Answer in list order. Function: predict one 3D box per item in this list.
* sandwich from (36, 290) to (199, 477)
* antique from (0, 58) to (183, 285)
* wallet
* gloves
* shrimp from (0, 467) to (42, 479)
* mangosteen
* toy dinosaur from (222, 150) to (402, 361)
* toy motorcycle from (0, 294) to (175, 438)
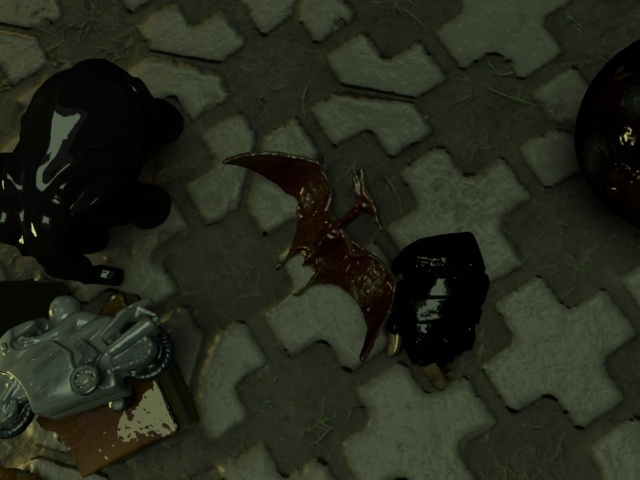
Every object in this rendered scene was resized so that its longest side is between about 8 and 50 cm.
[{"bbox_3d":[-0.310,0.210,0.877,0.186,0.108,0.219,-26,79,1],"label":"sandwich"},{"bbox_3d":[-0.333,-0.098,0.860,0.185,0.255,0.322,10,84,6],"label":"antique"},{"bbox_3d":[-0.544,0.131,0.917,0.310,0.042,0.165,0,44,6],"label":"wallet"},{"bbox_3d":[0.164,0.106,0.845,0.165,0.124,0.203,-15,70,22],"label":"gloves"},{"bbox_3d":[-0.490,0.405,0.894,0.188,0.051,0.132,8,81,5],"label":"shrimp"},{"bbox_3d":[0.480,-0.142,0.771,0.288,0.288,0.287,-1,81,6],"label":"mangosteen"},{"bbox_3d":[-0.003,0.010,0.856,0.207,0.113,0.327,-16,82,35],"label":"toy dinosaur"},{"bbox_3d":[-0.326,0.147,0.790,0.260,0.110,0.170,-22,64,-2],"label":"toy motorcycle"}]
